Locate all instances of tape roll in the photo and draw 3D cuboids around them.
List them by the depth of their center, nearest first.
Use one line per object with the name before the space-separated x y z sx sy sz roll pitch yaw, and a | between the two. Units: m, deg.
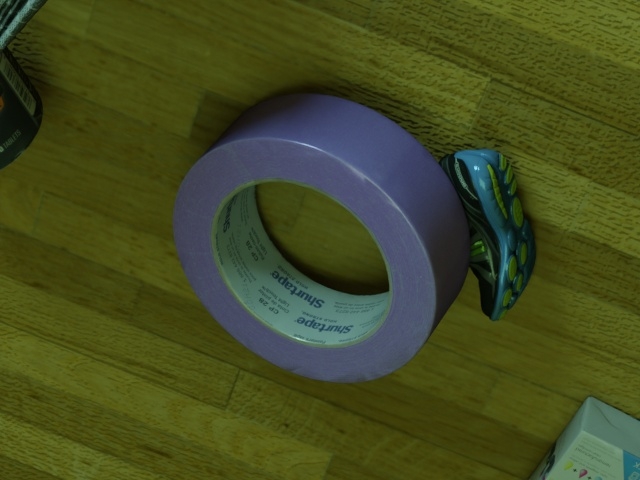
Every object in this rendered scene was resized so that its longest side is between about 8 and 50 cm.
tape roll | 0.000 0.000 1.857 0.275 0.090 0.274 15 128 20

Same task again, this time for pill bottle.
pill bottle | -0.365 -0.176 1.807 0.130 0.130 0.245 -7 140 20

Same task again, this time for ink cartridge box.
ink cartridge box | 0.274 0.257 2.005 0.104 0.061 0.181 27 127 -3

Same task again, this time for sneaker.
sneaker | 0.155 -0.008 1.867 0.078 0.067 0.188 10 130 36

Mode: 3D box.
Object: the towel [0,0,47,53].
towel | -0.223 -0.294 1.667 0.121 0.235 0.284 35 125 -14
